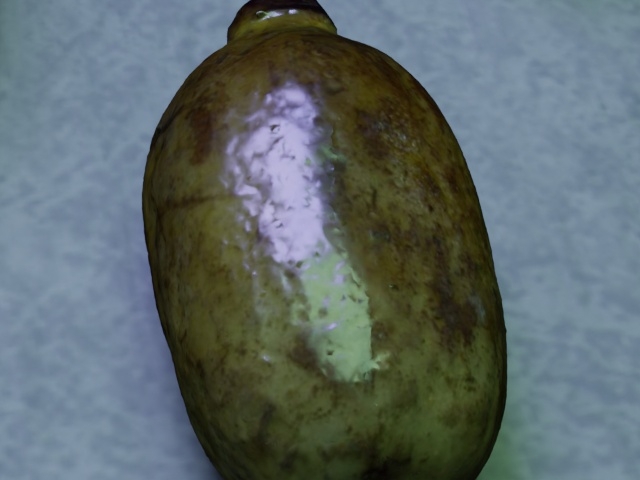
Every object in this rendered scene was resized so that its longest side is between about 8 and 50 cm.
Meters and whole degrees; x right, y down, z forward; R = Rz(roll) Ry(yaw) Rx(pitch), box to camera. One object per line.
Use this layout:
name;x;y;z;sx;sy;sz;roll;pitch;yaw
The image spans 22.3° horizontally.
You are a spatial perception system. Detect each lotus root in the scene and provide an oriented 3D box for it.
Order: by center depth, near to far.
lotus root;0.000;0.000;0.680;0.145;0.128;0.260;3;59;-21
